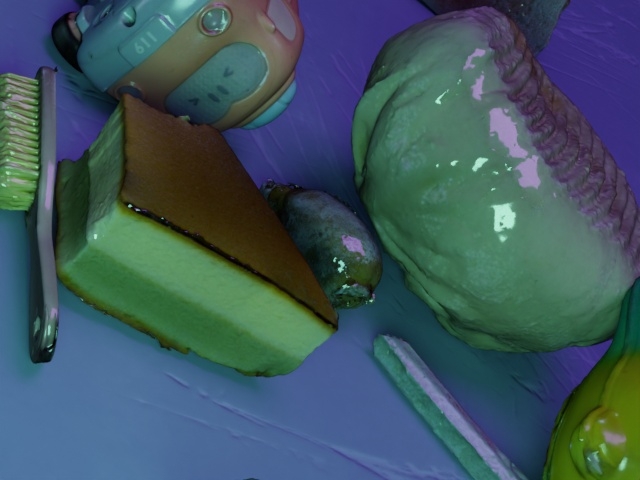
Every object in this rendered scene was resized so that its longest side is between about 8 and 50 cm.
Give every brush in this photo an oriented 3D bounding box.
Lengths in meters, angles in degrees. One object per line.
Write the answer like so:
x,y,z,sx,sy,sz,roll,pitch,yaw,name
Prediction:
-0.235,-0.024,1.358,0.067,0.072,0.313,5,44,-16,brush

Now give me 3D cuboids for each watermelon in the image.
0.264,-0.364,2.325,0.310,0.193,0.232,-4,51,-53,watermelon

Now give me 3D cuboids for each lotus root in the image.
0.002,-0.001,1.603,0.088,0.088,0.165,12,31,-44,lotus root

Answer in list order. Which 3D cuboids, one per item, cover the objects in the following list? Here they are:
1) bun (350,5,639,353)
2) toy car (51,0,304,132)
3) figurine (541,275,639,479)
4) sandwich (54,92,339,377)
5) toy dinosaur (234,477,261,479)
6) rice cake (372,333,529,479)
0.164,-0.043,1.709,0.365,0.219,0.365,47,25,-30,bun
-0.110,-0.211,1.662,0.212,0.180,0.270,42,25,-22,toy car
0.342,0.191,1.582,0.340,0.231,0.324,-33,97,-50,figurine
-0.101,-0.004,1.434,0.220,0.108,0.186,32,28,-26,sandwich
-0.013,0.330,1.111,0.383,0.129,0.331,16,46,-38,toy dinosaur
0.119,0.163,1.564,0.207,0.033,0.033,49,38,15,rice cake
